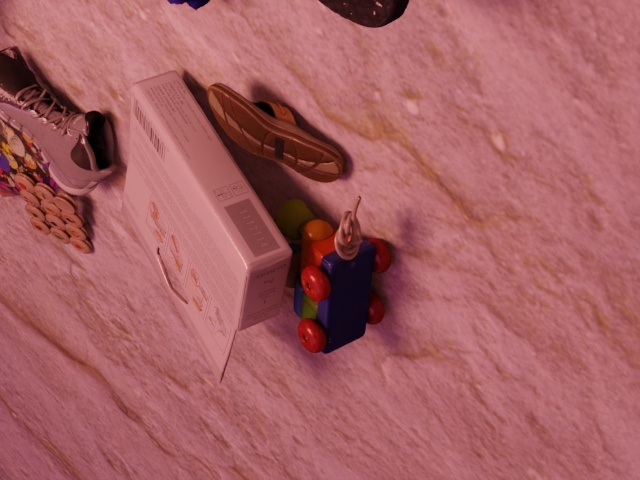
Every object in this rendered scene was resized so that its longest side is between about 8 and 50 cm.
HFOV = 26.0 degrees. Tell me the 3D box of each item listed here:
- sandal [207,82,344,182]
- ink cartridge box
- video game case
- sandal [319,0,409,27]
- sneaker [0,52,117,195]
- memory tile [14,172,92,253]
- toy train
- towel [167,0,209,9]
[{"bbox_3d":[-0.048,-0.126,1.569,0.180,0.049,0.072,28,146,10],"label":"sandal"},{"bbox_3d":[-0.147,-0.014,1.691,0.296,0.066,0.261,57,154,25],"label":"ink cartridge box"},{"bbox_3d":[-0.461,-0.165,2.017,0.232,0.042,0.210,-3,119,50],"label":"video game case"},{"bbox_3d":[-0.022,-0.396,1.268,0.445,0.107,0.167,58,149,15],"label":"sandal"},{"bbox_3d":[-0.348,-0.172,1.857,0.132,0.086,0.228,-19,115,49],"label":"sneaker"},{"bbox_3d":[-0.390,-0.037,2.028,0.113,0.012,0.148,25,152,17],"label":"memory tile"},{"bbox_3d":[0.000,0.000,1.584,0.143,0.105,0.248,45,147,35],"label":"toy train"},{"bbox_3d":[-0.188,-0.409,1.453,0.308,0.076,0.227,50,146,4],"label":"towel"}]
